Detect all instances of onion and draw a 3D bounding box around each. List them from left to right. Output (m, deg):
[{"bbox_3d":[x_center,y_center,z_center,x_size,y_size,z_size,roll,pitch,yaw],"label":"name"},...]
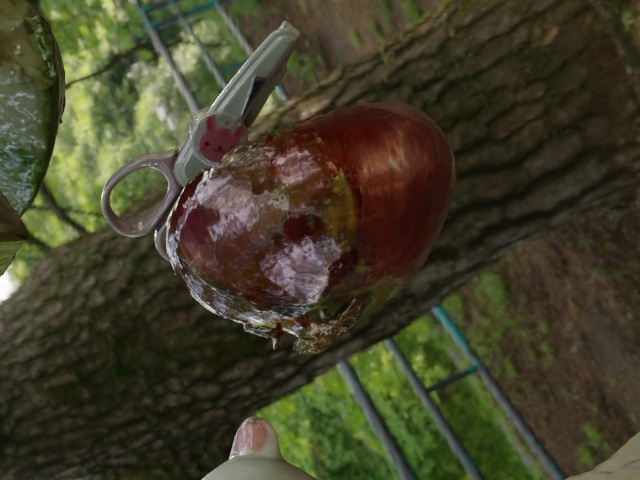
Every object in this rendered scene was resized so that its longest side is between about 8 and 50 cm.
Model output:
[{"bbox_3d":[-0.001,-0.011,0.804,0.161,0.248,0.248,55,171,2],"label":"onion"}]

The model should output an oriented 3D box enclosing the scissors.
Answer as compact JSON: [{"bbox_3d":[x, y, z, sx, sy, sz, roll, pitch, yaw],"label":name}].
[{"bbox_3d":[-0.095,-0.092,0.916,0.118,0.242,0.030,30,-166,-21],"label":"scissors"}]

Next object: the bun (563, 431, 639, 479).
[{"bbox_3d":[0.179,0.147,0.376,0.283,0.283,0.179,-139,30,-70],"label":"bun"}]

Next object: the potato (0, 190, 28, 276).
[{"bbox_3d":[-0.321,0.023,0.755,0.112,0.255,0.269,62,-157,14],"label":"potato"}]

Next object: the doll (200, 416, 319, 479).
[{"bbox_3d":[-0.044,0.190,0.509,0.110,0.107,0.180,45,-141,-19],"label":"doll"}]

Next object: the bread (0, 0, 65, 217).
[{"bbox_3d":[-0.447,-0.149,1.042,0.129,0.382,0.366,-99,-12,-54],"label":"bread"}]
